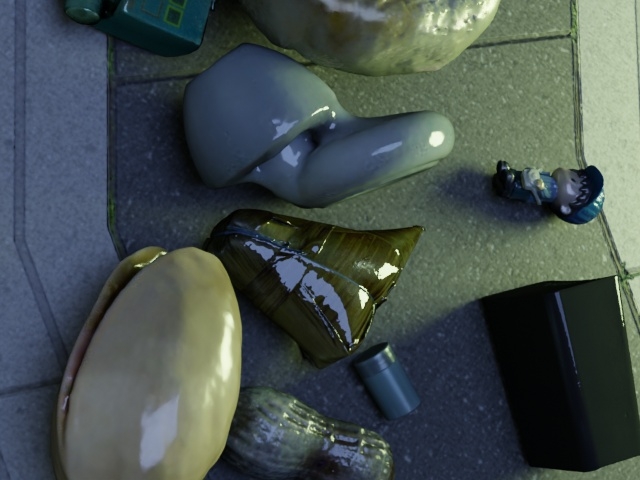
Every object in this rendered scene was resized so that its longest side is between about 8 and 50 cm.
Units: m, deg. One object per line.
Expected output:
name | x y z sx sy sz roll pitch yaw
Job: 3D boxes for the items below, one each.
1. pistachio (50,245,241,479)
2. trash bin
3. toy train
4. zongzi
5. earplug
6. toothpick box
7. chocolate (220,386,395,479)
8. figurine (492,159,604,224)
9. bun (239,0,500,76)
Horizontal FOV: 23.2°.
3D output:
pistachio | -0.190 0.154 1.704 0.214 0.193 0.318 31 61 -45
trash bin | 0.311 0.166 1.961 0.115 0.165 0.225 -14 92 -27
toy train | -0.201 -0.372 1.814 0.194 0.120 0.298 21 75 -29
zongzi | 0.000 0.000 1.866 0.221 0.112 0.242 43 60 -14
earplug | -0.003 -0.124 1.825 0.326 0.214 0.175 11 78 -17
toothpick box | 0.081 0.172 1.909 0.052 0.052 0.083 -34 100 -25
chocolate | -0.019 0.243 1.823 0.248 0.110 0.110 19 75 -20
figurine | 0.301 -0.065 2.031 0.149 0.086 0.087 5 116 -15
bun | 0.031 -0.351 1.854 0.365 0.219 0.365 11 64 -25
